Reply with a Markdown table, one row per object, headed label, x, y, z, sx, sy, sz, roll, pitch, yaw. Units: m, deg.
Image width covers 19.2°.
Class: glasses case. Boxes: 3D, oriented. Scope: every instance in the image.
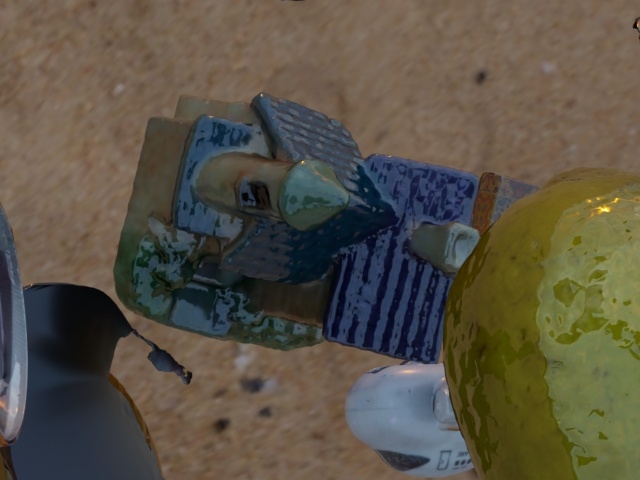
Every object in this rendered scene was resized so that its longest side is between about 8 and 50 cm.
| label | x | y | z | sx | sy | sz | roll | pitch | yaw |
| --- | --- | --- | --- | --- | --- | --- | --- | --- | --- |
| glasses case | 0.277 | -0.017 | 2.163 | 0.218 | 0.049 | 0.075 | 14 | 91 | -25 |

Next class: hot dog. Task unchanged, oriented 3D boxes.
| label | x | y | z | sx | sy | sz | roll | pitch | yaw |
| --- | --- | --- | --- | --- | --- | --- | --- | --- | --- |
| hot dog | -0.220 | 0.182 | 1.702 | 0.194 | 0.107 | 0.326 | -12 | 103 | -37 |

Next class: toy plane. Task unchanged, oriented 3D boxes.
| label | x | y | z | sx | sy | sz | roll | pitch | yaw |
| --- | --- | --- | --- | --- | --- | --- | --- | --- | --- |
| toy plane | 0.137 | 0.161 | 1.696 | 0.245 | 0.245 | 0.117 | 2 | 84 | -26 |

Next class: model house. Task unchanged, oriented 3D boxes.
| label | x | y | z | sx | sy | sz | roll | pitch | yaw |
| --- | --- | --- | --- | --- | --- | --- | --- | --- | --- |
| model house | 0.000 | 0.000 | 1.882 | 0.312 | 0.280 | 0.245 | 19 | 85 | -50 |

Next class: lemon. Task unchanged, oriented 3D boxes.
| label | x | y | z | sx | sy | sz | roll | pitch | yaw |
| --- | --- | --- | --- | --- | --- | --- | --- | --- | --- |
| lemon | 0.227 | 0.103 | 1.451 | 0.285 | 0.285 | 0.316 | 28 | 40 | -17 |

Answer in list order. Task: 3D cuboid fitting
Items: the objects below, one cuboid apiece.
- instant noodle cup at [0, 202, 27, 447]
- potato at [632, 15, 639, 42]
| label | x | y | z | sx | sy | sz | roll | pitch | yaw |
| --- | --- | --- | --- | --- | --- | --- | --- | --- | --- |
| instant noodle cup | -0.333 | 0.065 | 1.424 | 0.192 | 0.250 | 0.250 | -6 | 76 | 1 |
| potato | 0.251 | -0.105 | 0.909 | 0.200 | 0.164 | 0.081 | -32 | 121 | -18 |
